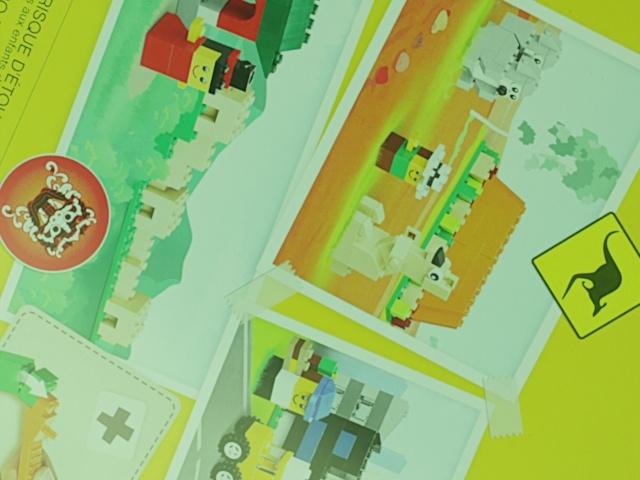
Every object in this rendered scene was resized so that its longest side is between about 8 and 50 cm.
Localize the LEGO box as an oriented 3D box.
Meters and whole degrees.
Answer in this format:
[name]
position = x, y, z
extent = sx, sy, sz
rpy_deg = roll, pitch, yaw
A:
[LEGO box]
position = 0.000, 0.000, 0.861
extent = 0.372, 0.193, 0.500
rpy_deg = 26, 97, 3
